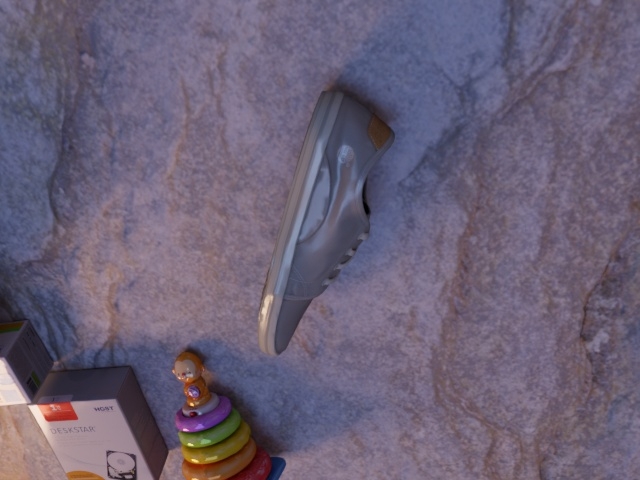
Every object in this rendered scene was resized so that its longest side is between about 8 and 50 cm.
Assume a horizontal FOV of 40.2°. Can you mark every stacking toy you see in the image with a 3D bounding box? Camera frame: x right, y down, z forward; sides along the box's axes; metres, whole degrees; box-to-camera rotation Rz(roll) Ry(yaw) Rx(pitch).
[{"bbox_3d":[-0.197,0.337,1.575,0.175,0.166,0.302,-8,109,27],"label":"stacking toy"}]

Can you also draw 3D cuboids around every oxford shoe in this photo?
[{"bbox_3d":[0.000,0.000,1.279,0.130,0.169,0.449,16,121,-3],"label":"oxford shoe"}]

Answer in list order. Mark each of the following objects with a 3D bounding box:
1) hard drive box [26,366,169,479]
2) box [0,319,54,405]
[{"bbox_3d":[-0.412,0.354,1.643,0.181,0.089,0.232,-7,123,14],"label":"hard drive box"},{"bbox_3d":[-0.610,0.227,1.578,0.203,0.103,0.114,-8,123,16],"label":"box"}]
